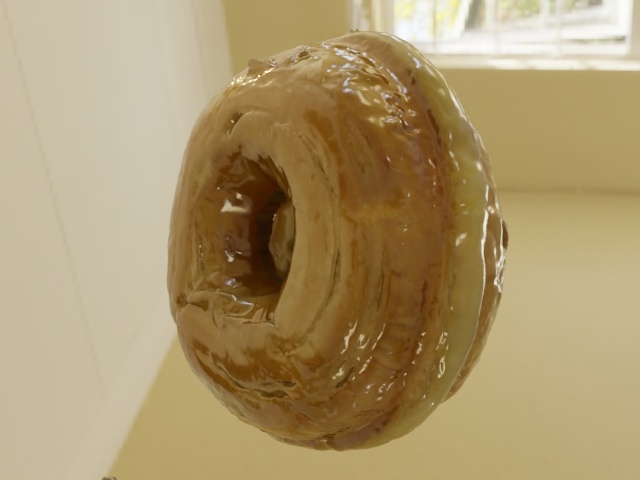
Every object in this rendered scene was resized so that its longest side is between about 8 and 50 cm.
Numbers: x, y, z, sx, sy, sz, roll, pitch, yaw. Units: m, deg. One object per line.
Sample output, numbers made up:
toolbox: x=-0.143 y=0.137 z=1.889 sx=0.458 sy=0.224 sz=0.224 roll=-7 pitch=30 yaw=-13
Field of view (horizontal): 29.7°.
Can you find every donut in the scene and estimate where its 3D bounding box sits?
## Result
donut: x=0.000 y=0.000 z=1.206 sx=0.198 sy=0.449 sz=0.448 roll=3 pitch=-91 yaw=-37

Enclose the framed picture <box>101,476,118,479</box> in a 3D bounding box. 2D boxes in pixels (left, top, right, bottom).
framed picture: x=-0.074 y=0.265 z=0.438 sx=0.019 sy=0.232 sz=0.296 roll=9 pitch=-83 yaw=-32
